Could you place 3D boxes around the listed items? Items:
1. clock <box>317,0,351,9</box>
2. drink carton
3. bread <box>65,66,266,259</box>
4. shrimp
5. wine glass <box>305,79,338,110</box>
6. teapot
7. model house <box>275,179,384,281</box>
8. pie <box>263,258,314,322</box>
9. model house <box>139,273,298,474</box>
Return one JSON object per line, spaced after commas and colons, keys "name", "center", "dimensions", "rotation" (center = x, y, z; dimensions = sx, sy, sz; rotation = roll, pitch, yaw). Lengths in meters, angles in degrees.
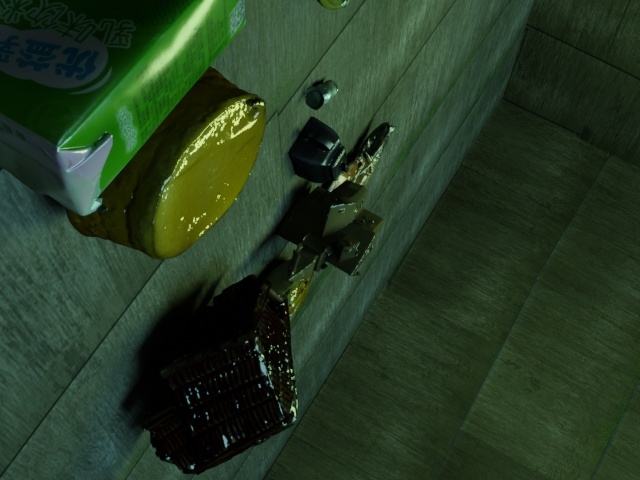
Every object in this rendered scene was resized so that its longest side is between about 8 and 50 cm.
{"name": "clock", "center": [0.044, -0.448, 1.305], "dimensions": [0.237, 0.057, 0.237], "rotation": [-53, 164, -23]}
{"name": "drink carton", "center": [-0.186, -0.172, 0.772], "dimensions": [0.271, 0.161, 0.108], "rotation": [-55, 166, -24]}
{"name": "bread", "center": [-0.173, -0.095, 1.027], "dimensions": [0.270, 0.142, 0.196], "rotation": [-50, 161, -47]}
{"name": "shrimp", "center": [0.067, -0.140, 2.034], "dimensions": [0.317, 0.062, 0.164], "rotation": [-58, 164, -3]}
{"name": "wine glass", "center": [0.003, -0.260, 1.592], "dimensions": [0.038, 0.042, 0.083], "rotation": [-24, -168, 32]}
{"name": "teapot", "center": [0.009, -0.155, 1.696], "dimensions": [0.087, 0.096, 0.177], "rotation": [-58, 166, -12]}
{"name": "model house", "center": [0.000, 0.000, 1.798], "dimensions": [0.248, 0.180, 0.176], "rotation": [-49, 162, -48]}
{"name": "pie", "center": [-0.107, 0.168, 1.970], "dimensions": [0.315, 0.092, 0.315], "rotation": [-59, 172, -13]}
{"name": "model house", "center": [-0.197, 0.224, 1.568], "dimensions": [0.317, 0.297, 0.282], "rotation": [-25, 159, 8]}
